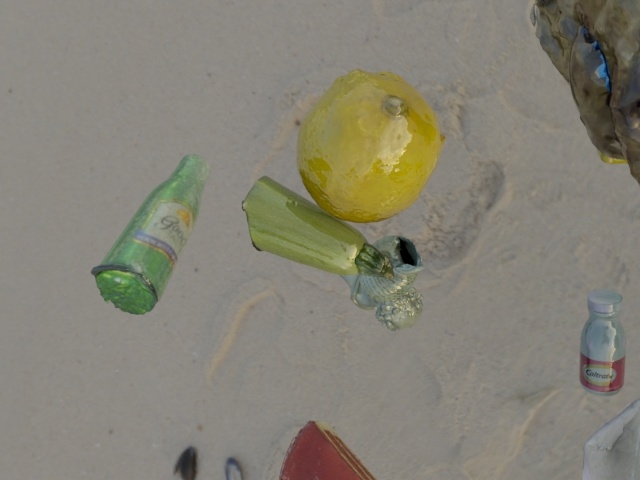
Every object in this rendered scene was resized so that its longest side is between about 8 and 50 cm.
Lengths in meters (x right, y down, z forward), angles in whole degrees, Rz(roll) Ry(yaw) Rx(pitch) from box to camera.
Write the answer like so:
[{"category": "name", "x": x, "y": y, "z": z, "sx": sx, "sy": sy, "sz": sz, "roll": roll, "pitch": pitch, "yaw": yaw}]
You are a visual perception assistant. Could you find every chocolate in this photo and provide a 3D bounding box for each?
[{"category": "chocolate", "x": -0.248, "y": -0.026, "z": 1.162, "sx": 0.110, "sy": 0.110, "sz": 0.291, "roll": -8, "pitch": 41, "yaw": 28}]

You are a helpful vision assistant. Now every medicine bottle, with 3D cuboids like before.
[{"category": "medicine bottle", "x": 0.584, "y": 0.211, "z": 1.520, "sx": 0.090, "sy": 0.090, "sz": 0.217, "roll": 7, "pitch": 117, "yaw": 30}]

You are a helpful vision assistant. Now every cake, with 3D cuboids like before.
[{"category": "cake", "x": 0.057, "y": 0.521, "z": 1.736, "sx": 0.262, "sy": 0.158, "sz": 0.160, "roll": 8, "pitch": 79, "yaw": 19}]

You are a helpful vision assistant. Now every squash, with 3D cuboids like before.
[{"category": "squash", "x": -0.002, "y": 0.006, "z": 1.301, "sx": 0.287, "sy": 0.137, "sz": 0.137, "roll": 28, "pitch": 96, "yaw": 7}]

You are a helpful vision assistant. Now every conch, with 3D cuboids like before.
[{"category": "conch", "x": 0.155, "y": 0.063, "z": 1.624, "sx": 0.153, "sy": 0.102, "sz": 0.135, "roll": -23, "pitch": 75, "yaw": 13}]

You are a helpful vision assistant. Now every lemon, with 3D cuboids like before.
[{"category": "lemon", "x": 0.073, "y": -0.145, "z": 1.178, "sx": 0.233, "sy": 0.288, "sz": 0.234, "roll": 3, "pitch": 71, "yaw": -10}]

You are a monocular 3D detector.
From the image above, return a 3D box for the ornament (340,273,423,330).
[{"category": "ornament", "x": 0.150, "y": 0.137, "z": 1.848, "sx": 0.120, "sy": 0.130, "sz": 0.285, "roll": -63, "pitch": 30, "yaw": 3}]

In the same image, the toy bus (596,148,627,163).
[{"category": "toy bus", "x": 0.539, "y": -0.346, "z": 1.111, "sx": 0.249, "sy": 0.440, "sz": 0.209, "roll": 2, "pitch": 40, "yaw": 13}]

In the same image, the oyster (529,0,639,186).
[{"category": "oyster", "x": 0.187, "y": -0.130, "z": 0.402, "sx": 0.223, "sy": 0.083, "sz": 0.214, "roll": 39, "pitch": 140, "yaw": 24}]

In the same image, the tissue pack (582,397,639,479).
[{"category": "tissue pack", "x": 0.512, "y": 0.382, "z": 0.911, "sx": 0.338, "sy": 0.242, "sz": 0.160, "roll": 26, "pitch": 132, "yaw": -5}]
